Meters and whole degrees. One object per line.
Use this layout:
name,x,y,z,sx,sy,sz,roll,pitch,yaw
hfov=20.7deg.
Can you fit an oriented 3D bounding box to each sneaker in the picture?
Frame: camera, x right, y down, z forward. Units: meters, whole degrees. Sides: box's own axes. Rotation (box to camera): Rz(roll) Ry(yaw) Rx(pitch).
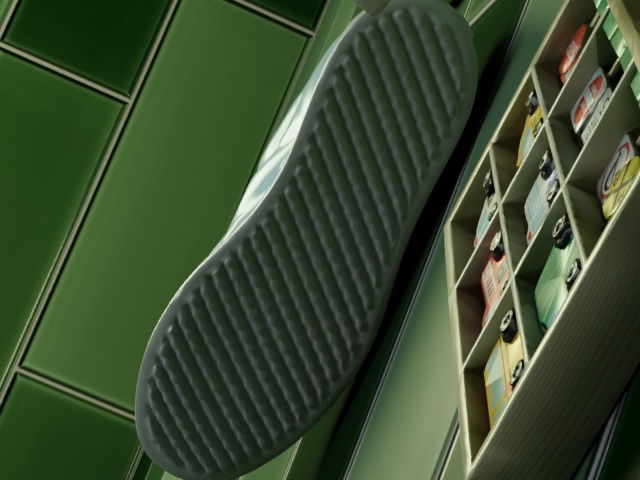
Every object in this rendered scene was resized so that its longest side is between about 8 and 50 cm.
sneaker,0.000,0.000,1.203,0.366,0.135,0.150,-56,1,9

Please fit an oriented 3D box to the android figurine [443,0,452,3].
android figurine,0.123,-0.304,1.496,0.273,0.056,0.248,146,146,-76

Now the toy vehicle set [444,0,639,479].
toy vehicle set,0.108,-0.018,0.752,0.267,0.035,0.166,-85,20,-68

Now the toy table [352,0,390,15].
toy table,0.101,-0.202,0.667,0.161,0.252,0.274,-52,-8,-33
